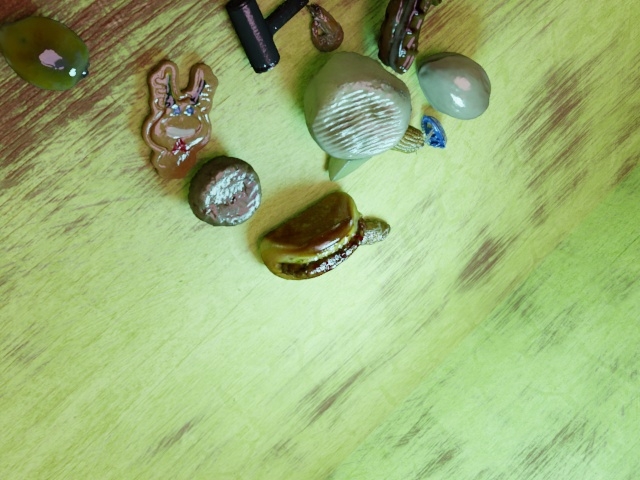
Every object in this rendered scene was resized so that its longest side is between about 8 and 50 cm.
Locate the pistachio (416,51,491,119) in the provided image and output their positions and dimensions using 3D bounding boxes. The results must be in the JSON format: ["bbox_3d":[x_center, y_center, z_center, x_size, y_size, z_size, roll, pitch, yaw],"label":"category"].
[{"bbox_3d":[0.475,-0.556,1.990,0.226,0.208,0.332,-24,144,39],"label":"pistachio"}]

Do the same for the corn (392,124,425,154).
[{"bbox_3d":[0.244,-0.375,1.983,0.305,0.106,0.106,3,116,-36],"label":"corn"}]

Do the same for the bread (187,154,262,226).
[{"bbox_3d":[-0.290,-0.152,1.681,0.230,0.123,0.230,-16,125,-25],"label":"bread"}]

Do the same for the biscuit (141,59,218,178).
[{"bbox_3d":[-0.390,-0.326,1.535,0.202,0.047,0.334,-4,121,-38],"label":"biscuit"}]

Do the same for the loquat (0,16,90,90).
[{"bbox_3d":[-0.610,-0.414,1.228,0.195,0.152,0.152,20,104,-37],"label":"loquat"}]

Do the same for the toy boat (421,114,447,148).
[{"bbox_3d":[0.418,-0.400,2.115,0.110,0.091,0.175,-53,135,-22],"label":"toy boat"}]

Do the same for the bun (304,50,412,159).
[{"bbox_3d":[0.107,-0.414,1.739,0.326,0.234,0.362,-42,132,21],"label":"bun"}]

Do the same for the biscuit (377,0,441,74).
[{"bbox_3d":[0.287,-0.708,1.720,0.366,0.115,0.268,-67,166,16],"label":"biscuit"}]

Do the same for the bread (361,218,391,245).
[{"bbox_3d":[0.204,-0.030,2.206,0.233,0.076,0.105,-11,126,-36],"label":"bread"}]

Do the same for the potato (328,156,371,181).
[{"bbox_3d":[0.089,-0.282,1.960,0.149,0.081,0.120,-20,162,-49],"label":"potato"}]

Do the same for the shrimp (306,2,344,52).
[{"bbox_3d":[0.004,-0.636,1.661,0.099,0.041,0.180,-39,139,10],"label":"shrimp"}]

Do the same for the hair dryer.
[{"bbox_3d":[-0.130,-0.618,1.539,0.251,0.089,0.197,-46,135,-18],"label":"hair dryer"}]

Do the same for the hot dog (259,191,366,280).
[{"bbox_3d":[0.000,0.001,1.953,0.405,0.223,0.185,-34,132,-18],"label":"hot dog"}]
